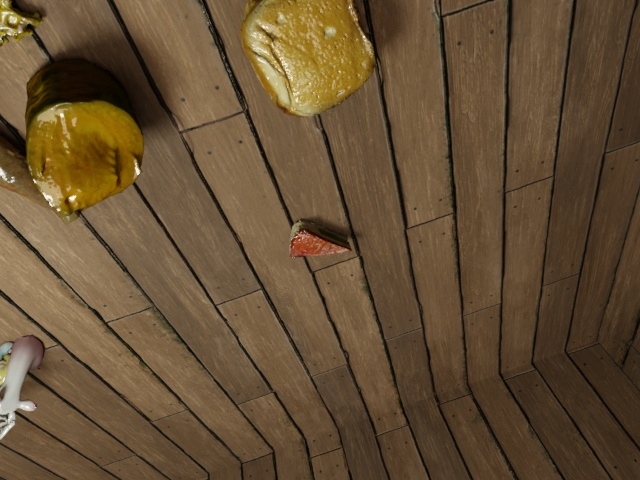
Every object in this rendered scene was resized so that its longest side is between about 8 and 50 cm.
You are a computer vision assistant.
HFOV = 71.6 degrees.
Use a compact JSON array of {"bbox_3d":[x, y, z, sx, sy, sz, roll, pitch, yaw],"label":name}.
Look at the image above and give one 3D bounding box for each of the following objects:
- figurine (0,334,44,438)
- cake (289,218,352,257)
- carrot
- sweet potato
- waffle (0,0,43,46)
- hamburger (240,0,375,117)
[{"bbox_3d":[-1.086,0.527,1.506,0.284,0.315,0.206,-27,126,10],"label":"figurine"},{"bbox_3d":[-0.001,-0.015,1.507,0.221,0.086,0.116,-6,132,-10],"label":"cake"},{"bbox_3d":[-0.545,-0.251,1.027,0.242,0.340,0.241,-20,144,-15],"label":"carrot"},{"bbox_3d":[-0.787,-0.172,1.150,0.109,0.109,0.385,-32,131,11],"label":"sweet potato"},{"bbox_3d":[-0.705,-0.524,0.914,0.229,0.051,0.231,-24,130,8],"label":"waffle"},{"bbox_3d":[-0.029,-0.465,1.067,0.284,0.174,0.304,-26,131,4],"label":"hamburger"}]
